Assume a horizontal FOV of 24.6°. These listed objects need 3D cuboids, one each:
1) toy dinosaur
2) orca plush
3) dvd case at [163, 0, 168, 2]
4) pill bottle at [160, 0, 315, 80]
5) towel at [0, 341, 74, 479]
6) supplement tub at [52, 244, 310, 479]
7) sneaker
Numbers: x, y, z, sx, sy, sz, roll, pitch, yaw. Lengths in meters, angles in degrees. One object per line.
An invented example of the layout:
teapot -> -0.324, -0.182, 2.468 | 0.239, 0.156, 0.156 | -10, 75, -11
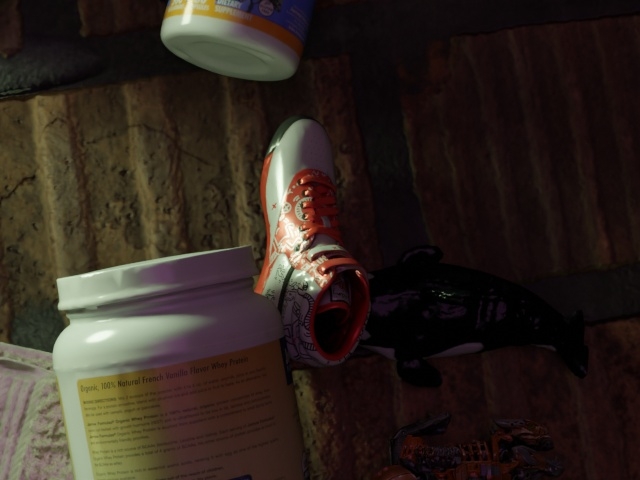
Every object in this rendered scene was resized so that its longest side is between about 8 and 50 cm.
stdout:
toy dinosaur -> 0.105, 0.302, 1.506 | 0.322, 0.164, 0.218 | -30, 69, 9
orca plush -> 0.149, 0.087, 1.543 | 0.287, 0.102, 0.151 | 21, 80, -2
dvd case -> -0.199, -0.389, 1.633 | 0.164, 0.018, 0.221 | 19, 80, -2
pill bottle -> -0.067, -0.320, 1.565 | 0.152, 0.152, 0.272 | 14, 80, -3
towel -> -0.318, 0.248, 1.503 | 0.187, 0.049, 0.282 | 11, 80, -3
supplement tub -> -0.134, 0.174, 1.420 | 0.228, 0.228, 0.316 | -10, 91, -7
sneaker -> 0.001, 0.001, 1.513 | 0.090, 0.145, 0.270 | 15, 82, -35
